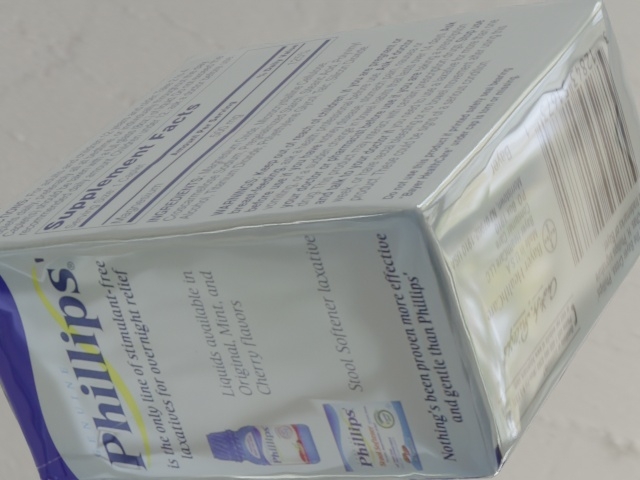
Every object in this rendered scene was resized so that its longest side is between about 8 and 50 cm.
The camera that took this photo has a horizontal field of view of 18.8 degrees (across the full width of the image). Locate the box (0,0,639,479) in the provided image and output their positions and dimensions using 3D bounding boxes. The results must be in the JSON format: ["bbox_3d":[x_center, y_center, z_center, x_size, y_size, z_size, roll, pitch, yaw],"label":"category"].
[{"bbox_3d":[0.000,0.000,0.499,0.126,0.137,0.072,-46,-55,-50],"label":"box"}]
